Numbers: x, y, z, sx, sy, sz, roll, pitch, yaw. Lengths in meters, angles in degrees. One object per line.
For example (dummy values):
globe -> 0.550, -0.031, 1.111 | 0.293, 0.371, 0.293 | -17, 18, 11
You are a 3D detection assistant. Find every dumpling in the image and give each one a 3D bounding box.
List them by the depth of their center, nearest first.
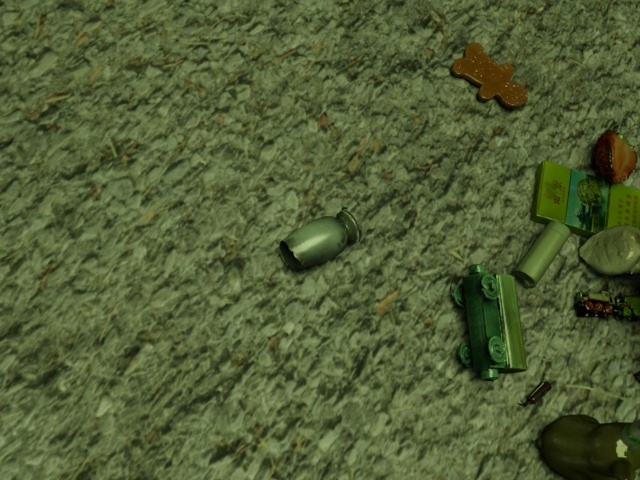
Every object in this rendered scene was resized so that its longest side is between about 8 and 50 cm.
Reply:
dumpling -> 0.826, 0.029, 1.899 | 0.092, 0.176, 0.150 | 19, 91, -29

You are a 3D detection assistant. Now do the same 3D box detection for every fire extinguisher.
fire extinguisher -> 0.561, 0.398, 1.771 | 0.100, 0.046, 0.032 | -33, 67, -21

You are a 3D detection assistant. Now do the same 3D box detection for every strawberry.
strawberry -> 0.873, -0.248, 2.038 | 0.140, 0.085, 0.193 | 0, 72, -31

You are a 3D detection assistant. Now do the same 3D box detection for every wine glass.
wine glass -> 0.000, 0.000, 1.762 | 0.204, 0.111, 0.111 | -27, 78, -23

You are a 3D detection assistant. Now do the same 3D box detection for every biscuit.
biscuit -> 0.520, -0.488, 2.079 | 0.250, 0.036, 0.165 | 38, 69, 7

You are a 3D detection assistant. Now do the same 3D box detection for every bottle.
bottle -> 0.615, 0.037, 1.894 | 0.072, 0.072, 0.201 | 40, 68, 4

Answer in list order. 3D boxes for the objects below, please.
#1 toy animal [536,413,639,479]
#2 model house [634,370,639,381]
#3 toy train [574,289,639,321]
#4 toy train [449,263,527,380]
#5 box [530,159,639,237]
toy animal -> 0.686, 0.500, 1.608 | 0.180, 0.363, 0.181 | 24, 71, -18
model house -> 0.974, 0.371, 1.788 | 0.166, 0.183, 0.172 | -27, 76, -17
toy train -> 0.823, 0.183, 1.897 | 0.249, 0.053, 0.085 | 6, 62, -9
toy train -> 0.446, 0.216, 1.789 | 0.189, 0.126, 0.308 | 14, 64, -41
box -> 0.785, -0.101, 1.990 | 0.334, 0.047, 0.187 | 16, 69, -4
